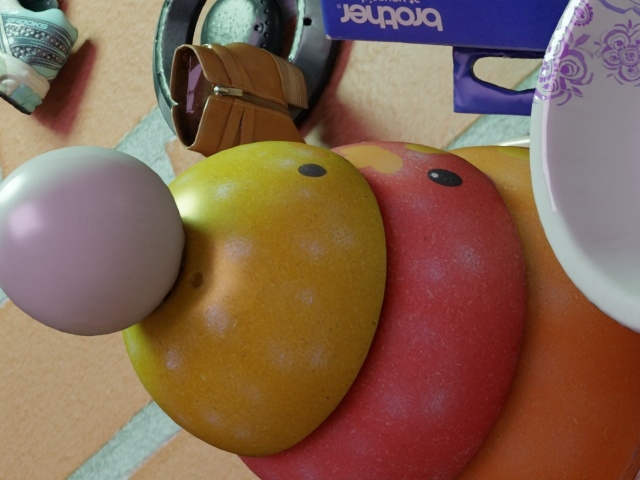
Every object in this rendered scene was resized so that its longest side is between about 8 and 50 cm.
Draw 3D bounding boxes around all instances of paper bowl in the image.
[{"bbox_3d":[0.279,-0.067,1.215,0.284,0.148,0.284,-15,69,44],"label":"paper bowl"}]

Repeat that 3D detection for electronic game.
[{"bbox_3d":[-0.070,-0.186,1.801,0.229,0.048,0.229,-11,73,39],"label":"electronic game"}]

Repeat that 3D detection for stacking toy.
[{"bbox_3d":[-0.008,0.046,1.309,0.350,0.480,0.351,-20,62,43],"label":"stacking toy"}]

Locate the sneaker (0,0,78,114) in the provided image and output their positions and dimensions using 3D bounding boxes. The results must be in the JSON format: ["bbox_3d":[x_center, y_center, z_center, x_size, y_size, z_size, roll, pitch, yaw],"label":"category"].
[{"bbox_3d":[-0.340,-0.236,2.108,0.122,0.110,0.283,-49,45,-1],"label":"sneaker"}]

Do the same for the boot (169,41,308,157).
[{"bbox_3d":[-0.059,-0.070,1.648,0.073,0.152,0.197,-23,75,30],"label":"boot"}]

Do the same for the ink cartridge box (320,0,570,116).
[{"bbox_3d":[0.129,-0.281,1.374,0.270,0.395,0.151,5,34,25],"label":"ink cartridge box"}]
